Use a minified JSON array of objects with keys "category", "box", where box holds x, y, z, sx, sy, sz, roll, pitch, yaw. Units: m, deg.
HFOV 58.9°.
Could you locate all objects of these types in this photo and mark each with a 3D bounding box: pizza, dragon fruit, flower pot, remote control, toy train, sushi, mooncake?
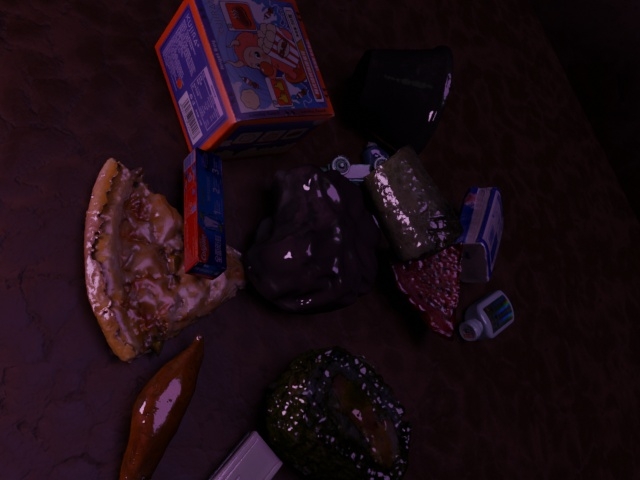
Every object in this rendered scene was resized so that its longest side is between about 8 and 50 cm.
[{"category":"pizza","box":[-0.372,0.073,1.252,0.434,0.080,0.392,37,54,-19]},{"category":"dragon fruit","box":[0.333,0.131,1.656,0.302,0.240,0.331,4,64,-27]},{"category":"flower pot","box":[0.234,-0.474,1.802,0.250,0.379,0.380,17,61,-12]},{"category":"remote control","box":[-0.204,0.546,1.206,0.103,0.055,0.277,52,51,-8]},{"category":"toy train","box":[0.115,-0.165,1.677,0.248,0.101,0.159,-3,81,-19]},{"category":"sushi","box":[0.045,0.420,1.350,0.352,0.178,0.294,43,40,-15]},{"category":"mooncake","box":[0.000,0.000,1.461,0.350,0.212,0.382,29,53,-44]}]

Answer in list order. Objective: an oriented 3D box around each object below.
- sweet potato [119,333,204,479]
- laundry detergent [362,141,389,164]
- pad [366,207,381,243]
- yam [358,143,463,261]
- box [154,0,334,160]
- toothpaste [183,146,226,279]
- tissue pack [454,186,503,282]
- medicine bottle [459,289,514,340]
[{"category":"sweet potato","box":[-0.328,0.344,1.158,0.112,0.112,0.359,37,57,-20]},{"category":"laundry detergent","box":[0.180,-0.220,1.799,0.096,0.061,0.207,-3,72,-21]},{"category":"pad","box":[0.105,-0.091,1.699,0.142,0.003,0.212,1,71,-18]},{"category":"yam","box":[0.239,-0.087,1.534,0.195,0.195,0.300,-20,75,-40]},{"category":"box","box":[-0.196,-0.417,1.466,0.318,0.256,0.349,-13,80,-38]},{"category":"toothpaste","box":[-0.269,-0.067,1.310,0.076,0.066,0.321,20,50,-38]},{"category":"tissue pack","box":[0.523,-0.022,1.898,0.270,0.137,0.209,-64,148,-34]},{"category":"medicine bottle","box":[0.544,0.258,1.868,0.228,0.083,0.121,-23,89,-40]}]
